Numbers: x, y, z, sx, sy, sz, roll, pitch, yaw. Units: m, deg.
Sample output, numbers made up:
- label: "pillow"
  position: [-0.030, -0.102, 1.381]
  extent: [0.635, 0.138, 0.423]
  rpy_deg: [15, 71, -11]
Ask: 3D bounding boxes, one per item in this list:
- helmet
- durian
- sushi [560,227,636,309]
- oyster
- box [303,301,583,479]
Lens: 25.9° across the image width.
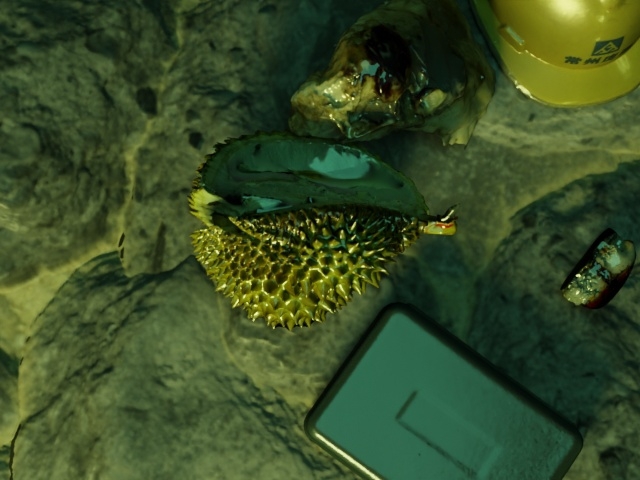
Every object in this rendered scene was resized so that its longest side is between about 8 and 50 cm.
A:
- label: "helmet"
  position: [0.251, -0.267, 1.326]
  extent: [0.205, 0.140, 0.257]
  rpy_deg: [-11, 82, -8]
- label: "durian"
  position: [0.000, 0.000, 1.254]
  extent: [0.237, 0.193, 0.137]
  rpy_deg: [10, 121, 5]
- label: "sushi"
  position: [0.273, 0.031, 1.338]
  extent: [0.046, 0.044, 0.083]
  rpy_deg: [39, 82, -1]
- label: "oyster"
  position: [0.077, -0.157, 1.286]
  extent: [0.233, 0.107, 0.161]
  rpy_deg: [-25, 80, -35]
- label: "box"
  position: [0.115, 0.179, 1.297]
  extent: [0.230, 0.050, 0.160]
  rpy_deg: [36, 81, -2]
